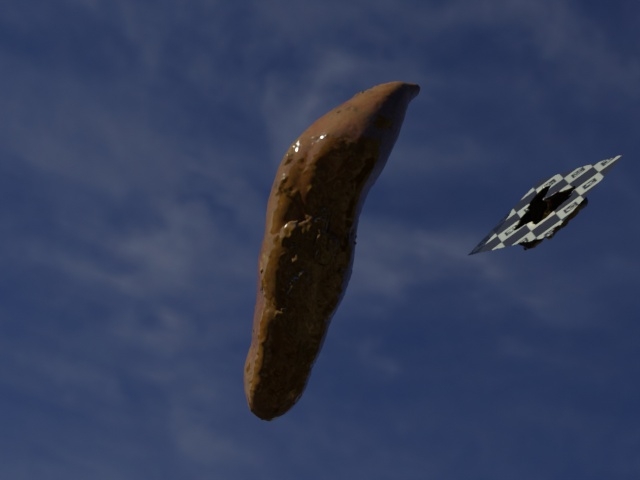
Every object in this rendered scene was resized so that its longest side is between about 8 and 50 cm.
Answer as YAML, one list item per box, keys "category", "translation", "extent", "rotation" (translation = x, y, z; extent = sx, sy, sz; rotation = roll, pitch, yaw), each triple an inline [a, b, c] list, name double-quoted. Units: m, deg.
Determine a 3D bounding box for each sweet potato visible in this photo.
- category: "sweet potato"
  translation: [-0.009, -0.009, 1.799]
  extent: [0.106, 0.355, 0.095]
  rotation: [31, -15, -36]

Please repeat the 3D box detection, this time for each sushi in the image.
- category: "sushi"
  translation: [0.206, -0.021, 1.728]
  extent: [0.026, 0.120, 0.126]
  rotation: [53, -30, -12]
